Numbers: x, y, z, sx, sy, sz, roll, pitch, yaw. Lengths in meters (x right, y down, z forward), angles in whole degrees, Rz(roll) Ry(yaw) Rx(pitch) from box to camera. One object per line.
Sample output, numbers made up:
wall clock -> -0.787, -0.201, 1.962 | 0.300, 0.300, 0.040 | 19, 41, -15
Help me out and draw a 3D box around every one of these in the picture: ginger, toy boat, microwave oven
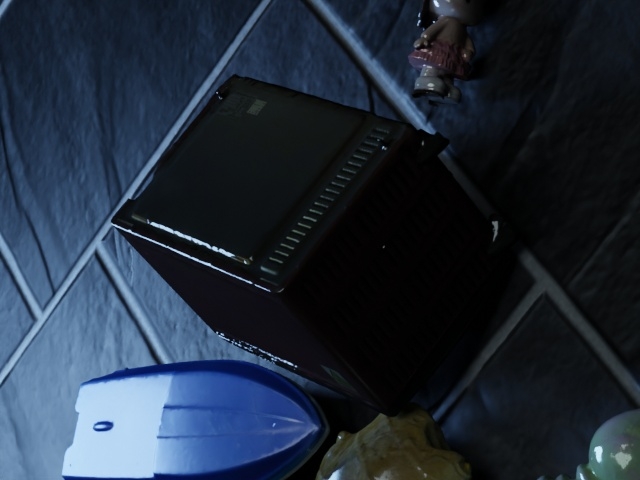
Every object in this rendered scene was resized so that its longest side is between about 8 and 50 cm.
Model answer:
ginger -> 0.000, 0.222, 1.517 | 0.294, 0.086, 0.131 | -32, 55, 39
toy boat -> -0.094, 0.164, 1.625 | 0.295, 0.088, 0.129 | -9, 65, 48
microwave oven -> -0.002, 0.001, 1.514 | 0.247, 0.188, 0.178 | 20, 70, 50

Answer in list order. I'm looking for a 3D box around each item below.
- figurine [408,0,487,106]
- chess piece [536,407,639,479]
figurine -> 0.098, -0.175, 1.568 | 0.054, 0.072, 0.129 | 8, 81, 49
chess piece -> 0.166, 0.205, 1.332 | 0.271, 0.139, 0.139 | -45, 46, 9
